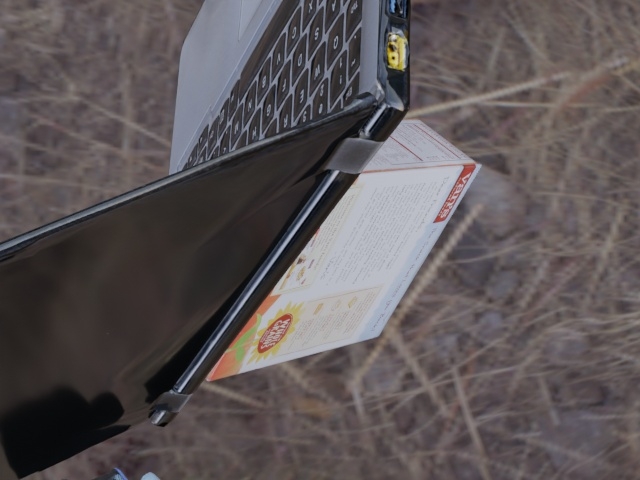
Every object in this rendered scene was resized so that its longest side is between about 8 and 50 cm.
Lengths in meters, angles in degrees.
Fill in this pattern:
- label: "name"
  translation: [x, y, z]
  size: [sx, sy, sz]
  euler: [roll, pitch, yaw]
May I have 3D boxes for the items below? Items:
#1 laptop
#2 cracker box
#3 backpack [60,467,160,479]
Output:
- label: "laptop"
  translation: [-0.131, -0.042, 0.823]
  size: [0.236, 0.382, 0.408]
  euler: [11, 62, -16]
- label: "cracker box"
  translation: [0.000, 0.000, 1.154]
  size: [0.067, 0.232, 0.156]
  euler: [38, 111, 22]
- label: "backpack"
  translation: [-0.125, 0.224, 1.196]
  size: [0.084, 0.105, 0.114]
  euler: [-21, 50, -19]
